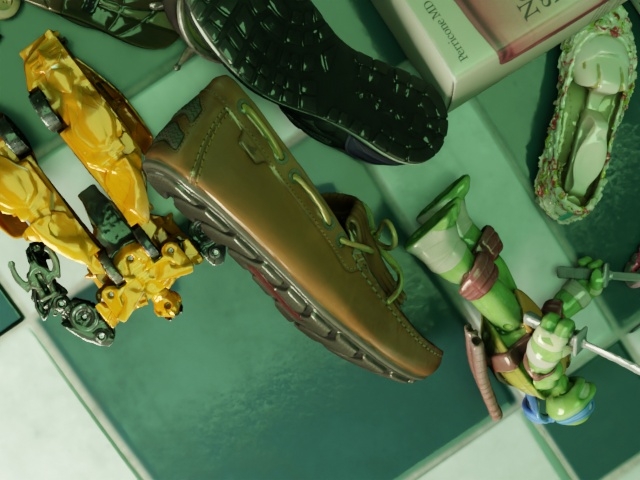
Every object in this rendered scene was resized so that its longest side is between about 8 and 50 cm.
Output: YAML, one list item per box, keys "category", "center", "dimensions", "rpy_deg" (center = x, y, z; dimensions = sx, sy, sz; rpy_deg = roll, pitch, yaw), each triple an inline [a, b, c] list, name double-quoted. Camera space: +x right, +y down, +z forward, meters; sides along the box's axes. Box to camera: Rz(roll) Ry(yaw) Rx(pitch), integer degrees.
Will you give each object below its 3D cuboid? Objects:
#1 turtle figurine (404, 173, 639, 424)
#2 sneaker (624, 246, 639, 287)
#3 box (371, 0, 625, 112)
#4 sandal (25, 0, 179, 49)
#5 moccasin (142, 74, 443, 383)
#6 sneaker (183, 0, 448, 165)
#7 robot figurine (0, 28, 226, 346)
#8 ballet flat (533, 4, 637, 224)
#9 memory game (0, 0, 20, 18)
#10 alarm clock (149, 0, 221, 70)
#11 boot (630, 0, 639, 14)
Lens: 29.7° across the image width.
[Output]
- category: "turtle figurine"
  center: [0.229, 0.043, 1.186]
  dimensions: [0.266, 0.274, 0.198]
  rpy_deg: [46, 55, -6]
- category: "sneaker"
  center: [0.373, 0.007, 1.275]
  dimensions: [0.057, 0.047, 0.119]
  rpy_deg: [29, 100, -17]
- category: "box"
  center: [0.181, -0.254, 1.156]
  dimensions: [0.232, 0.127, 0.149]
  rpy_deg: [-33, 83, -3]
- category: "sandal"
  center: [-0.232, -0.256, 1.158]
  dimensions: [0.219, 0.060, 0.090]
  rpy_deg: [24, 97, -24]
- category: "moccasin"
  center: [-0.001, 0.000, 1.159]
  dimensions: [0.380, 0.139, 0.147]
  rpy_deg: [45, 75, -23]
- category: "sneaker"
  center: [-0.024, -0.150, 1.144]
  dimensions: [0.283, 0.124, 0.107]
  rpy_deg: [34, 71, -22]
- category: "robot figurine"
  center: [-0.224, -0.045, 1.167]
  dimensions: [0.211, 0.085, 0.291]
  rpy_deg: [-36, 99, -2]
- category: "ballet flat"
  center: [0.279, -0.132, 1.226]
  dimensions: [0.091, 0.077, 0.241]
  rpy_deg: [8, 95, -8]
- category: "memory game"
  center: [-0.361, -0.269, 1.127]
  dimensions: [0.186, 0.012, 0.186]
  rpy_deg: [1, 88, -26]
- category: "alarm clock"
  center: [-0.068, -0.245, 1.157]
  dimensions: [0.192, 0.064, 0.129]
  rpy_deg: [-22, 131, -14]
- category: "boot"
  center: [0.378, -0.234, 1.229]
  dimensions: [0.086, 0.069, 0.190]
  rpy_deg: [-32, 98, 0]
